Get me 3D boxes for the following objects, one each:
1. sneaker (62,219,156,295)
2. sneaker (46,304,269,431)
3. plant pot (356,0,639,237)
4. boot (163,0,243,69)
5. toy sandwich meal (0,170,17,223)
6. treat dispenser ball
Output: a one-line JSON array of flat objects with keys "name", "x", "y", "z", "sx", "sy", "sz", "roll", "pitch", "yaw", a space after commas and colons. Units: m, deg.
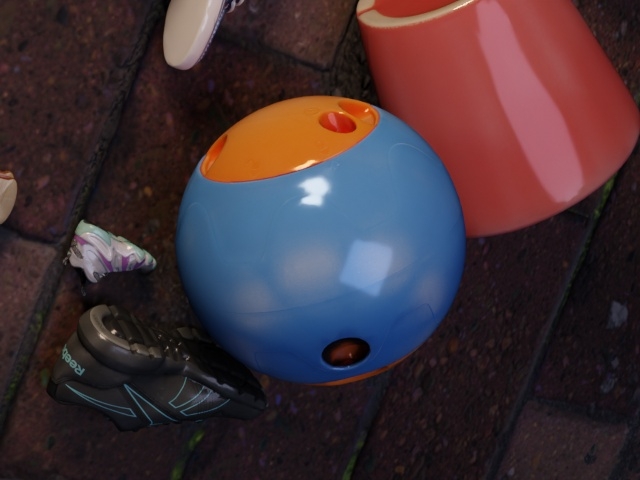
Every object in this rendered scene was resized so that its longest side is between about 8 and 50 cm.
[{"name": "sneaker", "x": -0.215, "y": 0.027, "z": 1.760, "sx": 0.098, "sy": 0.038, "sz": 0.069, "roll": 28, "pitch": 91, "yaw": -34}, {"name": "sneaker", "x": -0.167, "y": 0.144, "z": 1.828, "sx": 0.267, "sy": 0.101, "sz": 0.106, "roll": 24, "pitch": 112, "yaw": -42}, {"name": "plant pot", "x": 0.173, "y": -0.177, "z": 1.861, "sx": 0.275, "sy": 0.275, "sz": 0.243, "roll": -39, "pitch": 120, "yaw": -21}, {"name": "boot", "x": -0.086, "y": -0.250, "z": 1.723, "sx": 0.086, "sy": 0.069, "sz": 0.190, "roll": 15, "pitch": 97, "yaw": -40}, {"name": "toy sandwich meal", "x": -0.322, "y": -0.042, "z": 1.640, "sx": 0.085, "sy": 0.029, "sz": 0.085, "roll": -17, "pitch": 119, "yaw": -34}, {"name": "treat dispenser ball", "x": 0.000, "y": 0.000, "z": 1.754, "sx": 0.288, "sy": 0.288, "sz": 0.288, "roll": -17, "pitch": 119, "yaw": -34}]
